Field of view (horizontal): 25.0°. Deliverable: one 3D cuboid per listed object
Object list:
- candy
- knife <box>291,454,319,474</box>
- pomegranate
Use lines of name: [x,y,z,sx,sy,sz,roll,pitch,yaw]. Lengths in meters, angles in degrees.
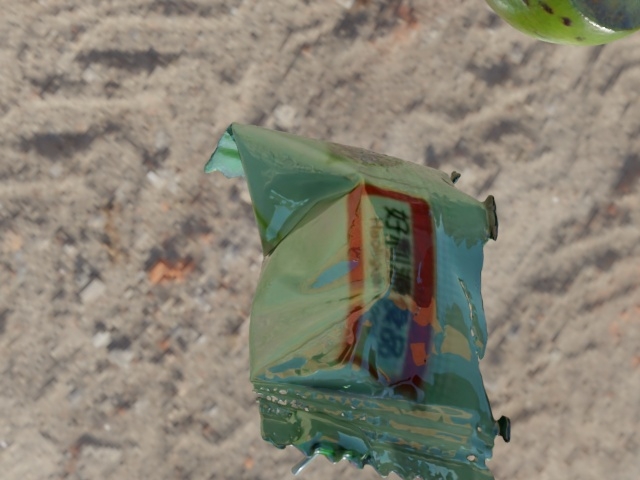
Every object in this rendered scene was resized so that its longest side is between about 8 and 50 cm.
candy: [0.038,0.056,1.341,0.263,0.397,0.172,11,138,-20]
knife: [0.022,0.251,1.889,0.028,0.015,0.210,-21,159,-50]
pomegranate: [0.192,-0.248,1.249,0.241,0.159,0.190,-49,117,-25]
